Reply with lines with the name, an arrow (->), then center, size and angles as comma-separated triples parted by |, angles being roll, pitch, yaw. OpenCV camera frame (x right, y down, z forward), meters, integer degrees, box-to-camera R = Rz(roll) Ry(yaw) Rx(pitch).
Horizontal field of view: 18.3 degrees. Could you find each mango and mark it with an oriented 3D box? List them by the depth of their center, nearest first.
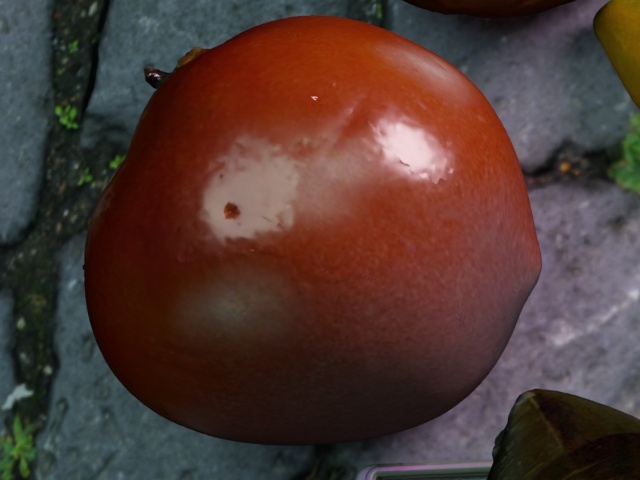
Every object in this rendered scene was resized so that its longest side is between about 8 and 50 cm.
mango -> 0.267, -0.132, 1.454 | 0.101, 0.066, 0.187 | -47, 48, 4

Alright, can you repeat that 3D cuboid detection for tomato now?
tomato -> 0.000, 0.000, 1.401 | 0.321, 0.321, 0.321 | -10, 67, 25

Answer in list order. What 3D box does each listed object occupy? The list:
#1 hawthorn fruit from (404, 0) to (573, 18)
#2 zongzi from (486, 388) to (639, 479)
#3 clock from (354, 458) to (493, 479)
hawthorn fruit -> 0.118, -0.284, 1.488 | 0.298, 0.277, 0.277 | -46, 55, 28
zongzi -> 0.150, 0.336, 1.112 | 0.432, 0.208, 0.403 | -58, 24, 1
clock -> 0.118, 0.226, 1.388 | 0.192, 0.071, 0.147 | -5, 69, 27
